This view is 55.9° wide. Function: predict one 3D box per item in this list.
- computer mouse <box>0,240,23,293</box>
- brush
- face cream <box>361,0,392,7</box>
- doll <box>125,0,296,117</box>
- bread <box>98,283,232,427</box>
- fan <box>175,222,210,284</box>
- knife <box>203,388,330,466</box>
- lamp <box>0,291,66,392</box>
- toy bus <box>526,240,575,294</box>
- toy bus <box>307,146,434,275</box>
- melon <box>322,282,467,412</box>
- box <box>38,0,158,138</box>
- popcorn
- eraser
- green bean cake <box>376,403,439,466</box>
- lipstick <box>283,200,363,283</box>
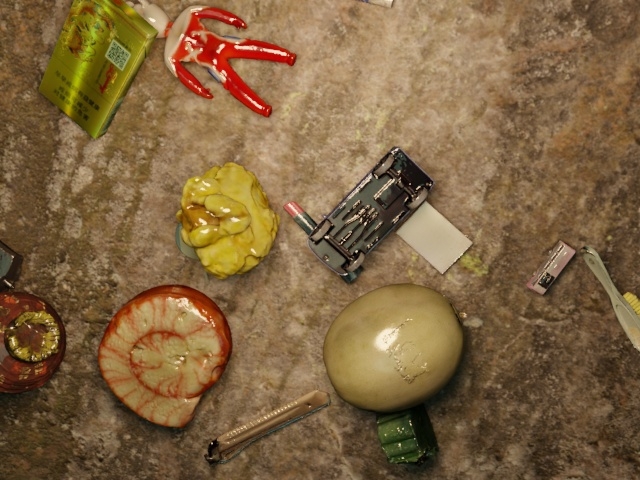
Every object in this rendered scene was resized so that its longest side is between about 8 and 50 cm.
[{"bbox_3d":[-0.838,0.029,1.459,0.264,0.088,0.147,45,86,-5],"label":"computer mouse"},{"bbox_3d":[0.687,0.126,1.365,0.060,0.068,0.297,-34,97,-8],"label":"brush"},{"bbox_3d":[0.090,-0.523,1.274,0.130,0.034,0.034,15,104,1],"label":"face cream"},{"bbox_3d":[-0.253,-0.415,1.303,0.383,0.099,0.188,28,94,-5],"label":"doll"},{"bbox_3d":[-0.374,0.266,1.460,0.295,0.114,0.328,33,104,-2],"label":"bread"},{"bbox_3d":[-0.287,0.023,1.449,0.113,0.005,0.176,-9,101,7],"label":"fan"},{"bbox_3d":[-0.136,0.466,1.525,0.365,0.043,0.089,-30,132,9],"label":"knife"},{"bbox_3d":[-0.718,0.238,1.424,0.246,0.247,0.247,1,103,5],"label":"lamp"},{"bbox_3d":[0.521,0.063,1.364,0.037,0.052,0.131,32,103,-4],"label":"toy bus"},{"bbox_3d":[0.103,-0.067,1.330,0.125,0.133,0.292,42,101,-11],"label":"toy bus"},{"bbox_3d":[0.167,0.232,1.326,0.330,0.268,0.269,-24,100,2],"label":"melon"},{"bbox_3d":[-0.483,-0.382,1.295,0.173,0.043,0.311,40,127,-5],"label":"box"},{"bbox_3d":[-0.198,-0.040,1.323,0.194,0.255,0.256,-2,76,27],"label":"popcorn"},{"bbox_3d":[0.260,-0.010,1.385,0.150,0.023,0.104,41,103,-5],"label":"eraser"},{"bbox_3d":[0.205,0.464,1.409,0.107,0.208,0.194,-19,99,12],"label":"green bean cake"},{"bbox_3d":[0.000,0.000,1.400,0.053,0.053,0.234,-44,92,13],"label":"lipstick"}]
